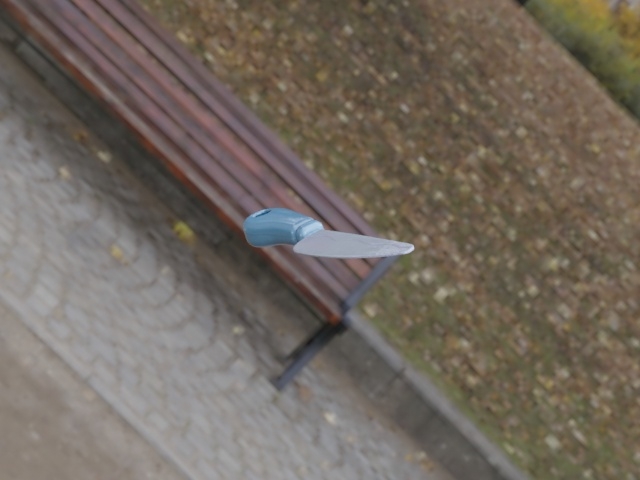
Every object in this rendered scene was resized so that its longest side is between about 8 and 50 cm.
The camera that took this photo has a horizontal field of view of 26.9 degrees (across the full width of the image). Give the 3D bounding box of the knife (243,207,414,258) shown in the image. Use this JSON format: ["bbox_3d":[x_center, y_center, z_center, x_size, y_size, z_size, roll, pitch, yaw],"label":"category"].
[{"bbox_3d":[-0.002,0.001,1.252,0.244,0.058,0.032,15,-60,57],"label":"knife"}]
